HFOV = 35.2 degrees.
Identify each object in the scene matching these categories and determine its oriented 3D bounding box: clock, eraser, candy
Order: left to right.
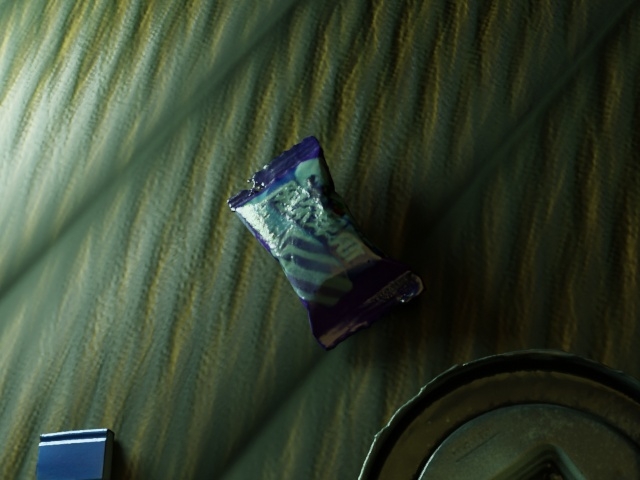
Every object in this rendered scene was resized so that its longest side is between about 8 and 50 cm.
[{"bbox_3d":[-0.288,0.256,1.184,0.085,0.027,0.063,-6,63,9],"label":"eraser"},{"bbox_3d":[0.000,0.000,1.237,0.145,0.070,0.275,-36,63,2],"label":"candy"},{"bbox_3d":[0.222,0.303,1.025,0.386,0.076,0.386,-5,63,9],"label":"clock"}]
